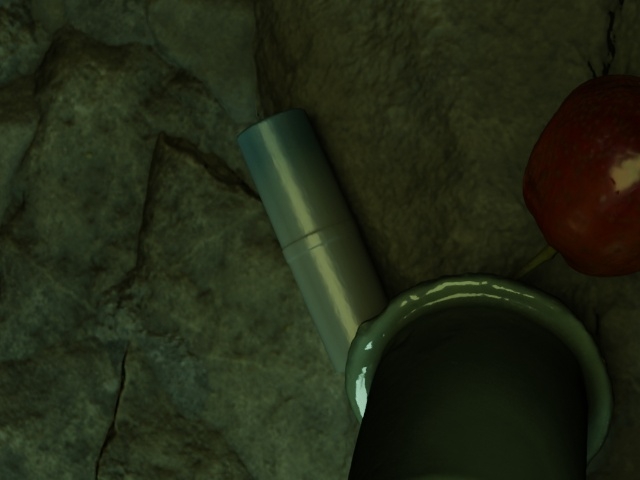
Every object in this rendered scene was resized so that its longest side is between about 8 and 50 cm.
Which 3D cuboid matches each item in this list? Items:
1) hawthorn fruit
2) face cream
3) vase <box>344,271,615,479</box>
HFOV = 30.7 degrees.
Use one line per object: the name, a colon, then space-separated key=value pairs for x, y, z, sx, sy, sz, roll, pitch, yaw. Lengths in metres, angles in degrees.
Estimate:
hawthorn fruit: x=0.212 y=-0.014 z=1.002 sx=0.165 sy=0.165 sz=0.285 roll=50 pitch=117 yaw=13
face cream: x=0.000 y=0.000 z=1.123 sx=0.077 sy=0.077 sz=0.250 roll=-25 pitch=83 yaw=22
vase: x=0.119 y=0.196 z=0.935 sx=0.245 sy=0.291 sz=0.245 roll=4 pitch=116 yaw=9
